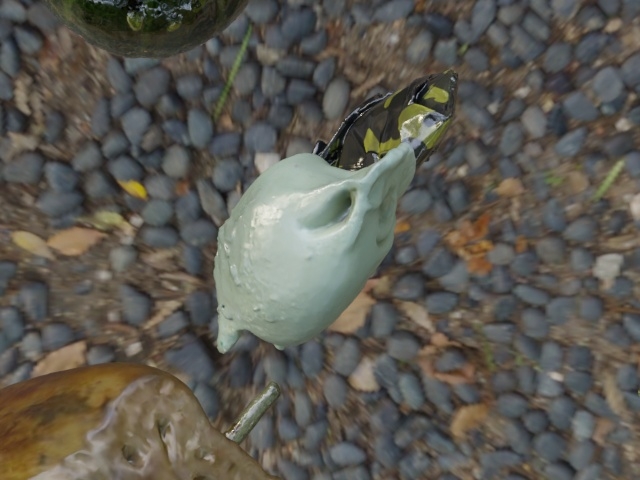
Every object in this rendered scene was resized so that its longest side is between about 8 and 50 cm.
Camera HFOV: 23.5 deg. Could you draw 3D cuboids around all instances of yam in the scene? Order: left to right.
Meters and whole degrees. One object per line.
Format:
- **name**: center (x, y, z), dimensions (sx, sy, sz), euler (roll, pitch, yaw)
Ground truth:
- **yam**: center (-0.116, 0.230, 1.492), dimensions (0.029, 0.027, 0.234), euler (42, 84, -7)

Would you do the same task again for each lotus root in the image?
- **lotus root**: center (-0.134, 0.179, 0.656), dimensions (0.193, 0.193, 0.291), euler (50, 131, 0)

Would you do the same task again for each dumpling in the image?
- **dumpling**: center (-0.012, -0.006, 1.082), dimensions (0.108, 0.152, 0.219), euler (37, 126, -13)

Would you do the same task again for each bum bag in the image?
- **bum bag**: center (0.064, -0.097, 1.377), dimensions (0.060, 0.232, 0.106), euler (35, 74, -17)

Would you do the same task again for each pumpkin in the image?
- **pumpkin**: center (-0.206, -0.349, 1.806), dimensions (0.300, 0.207, 0.300), euler (7, 59, -12)

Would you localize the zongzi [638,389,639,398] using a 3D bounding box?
- **zongzi**: center (0.218, 0.070, 0.675), dimensions (0.119, 0.109, 0.055), euler (-25, 119, -27)
